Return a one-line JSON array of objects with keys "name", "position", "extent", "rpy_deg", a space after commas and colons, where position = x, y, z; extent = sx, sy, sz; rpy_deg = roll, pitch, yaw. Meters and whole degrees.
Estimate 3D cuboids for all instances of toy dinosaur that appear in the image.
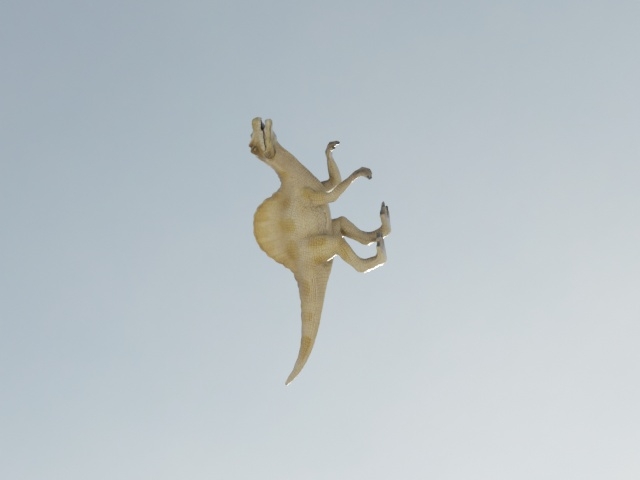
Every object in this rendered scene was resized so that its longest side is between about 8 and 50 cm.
[{"name": "toy dinosaur", "position": [0.000, 0.000, 1.021], "extent": [0.092, 0.053, 0.183], "rpy_deg": [-9, -81, 14]}]
